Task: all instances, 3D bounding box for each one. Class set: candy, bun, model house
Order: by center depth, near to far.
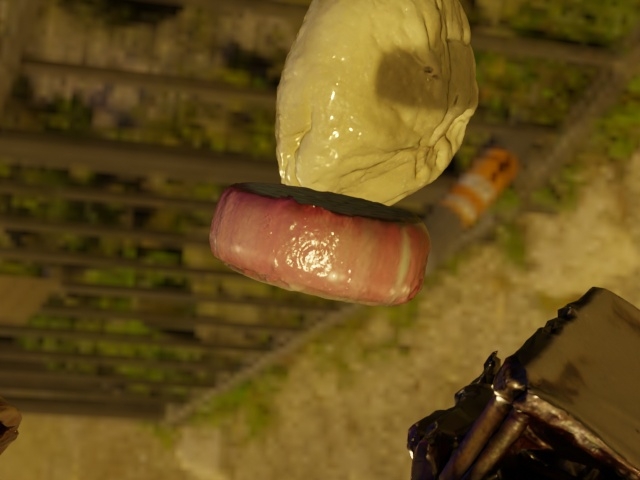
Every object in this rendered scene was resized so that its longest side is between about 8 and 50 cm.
[{"bbox_3d":[0.000,0.000,0.900,0.103,0.103,0.043,-150,71,-68],"label":"candy"},{"bbox_3d":[0.049,-0.115,1.511,0.220,0.134,0.220,-59,-16,-29],"label":"bun"},{"bbox_3d":[0.199,0.229,1.530,0.282,0.297,0.317,-48,-5,27],"label":"model house"}]

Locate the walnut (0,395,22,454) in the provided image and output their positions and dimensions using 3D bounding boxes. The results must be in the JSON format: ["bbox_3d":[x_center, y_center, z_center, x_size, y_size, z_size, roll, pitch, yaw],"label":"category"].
[{"bbox_3d":[-0.354,0.182,1.659,0.087,0.211,0.167,47,128,8],"label":"walnut"}]
